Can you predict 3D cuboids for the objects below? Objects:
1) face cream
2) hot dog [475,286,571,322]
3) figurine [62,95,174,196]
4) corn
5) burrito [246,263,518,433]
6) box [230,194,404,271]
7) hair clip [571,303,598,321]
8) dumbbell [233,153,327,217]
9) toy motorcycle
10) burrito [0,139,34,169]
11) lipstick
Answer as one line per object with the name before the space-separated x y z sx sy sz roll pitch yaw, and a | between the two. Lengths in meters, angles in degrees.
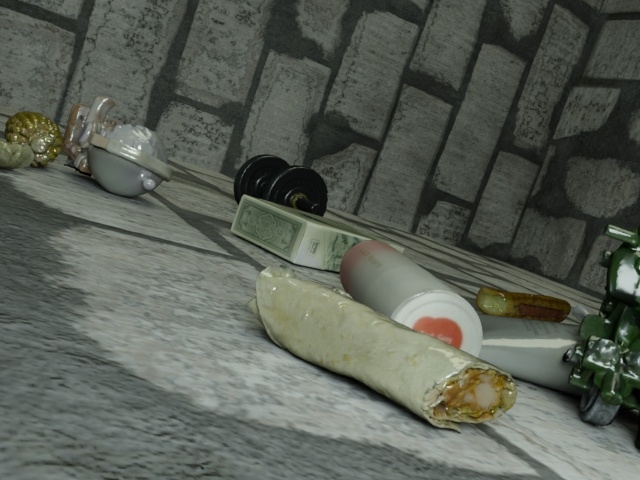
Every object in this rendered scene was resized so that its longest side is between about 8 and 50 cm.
face cream | 0.267 0.128 0.788 0.314 0.089 0.143 14 12 5
hot dog | 0.372 0.122 1.263 0.286 0.061 0.088 12 6 -43
figurine | -0.331 -0.151 1.150 0.237 0.141 0.162 26 -2 44
corn | -0.503 -0.182 1.197 0.086 0.086 0.288 16 4 -30
burrito | 0.036 0.082 0.545 0.226 0.060 0.087 23 6 30
box | 0.000 0.001 1.165 0.164 0.069 0.256 24 7 42
hair clip | 0.505 0.187 1.083 0.257 0.075 0.146 28 5 31
dumbbell | -0.085 -0.098 1.444 0.143 0.143 0.325 15 7 -33
toy motorcycle | 0.353 0.103 0.676 0.205 0.275 0.127 20 -37 15
burrito | -0.460 -0.121 0.951 0.055 0.041 0.149 7 4 22
lipstick | 0.082 0.062 0.748 0.087 0.087 0.327 18 5 -7
